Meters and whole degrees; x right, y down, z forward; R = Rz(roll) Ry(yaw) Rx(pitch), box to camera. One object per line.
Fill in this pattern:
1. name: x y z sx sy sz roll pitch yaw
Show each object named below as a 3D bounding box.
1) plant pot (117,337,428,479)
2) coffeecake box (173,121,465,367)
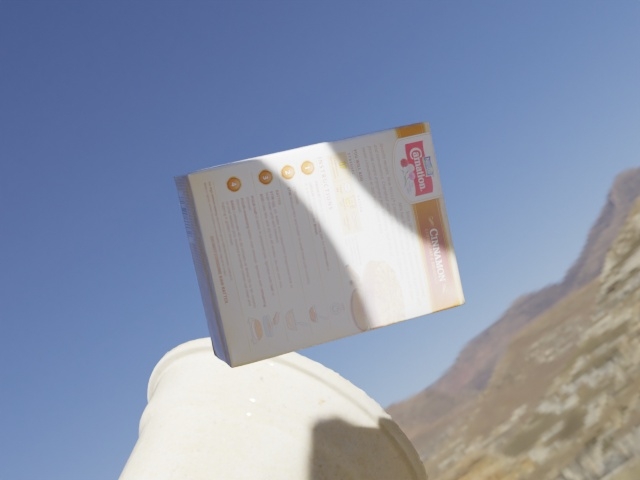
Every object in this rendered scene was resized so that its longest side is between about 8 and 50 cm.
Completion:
1. plant pot: -0.098 0.319 1.039 0.334 0.334 0.305 -50 6 48
2. coffeecake box: 0.000 0.000 0.788 0.186 0.142 0.068 -14 6 -16
